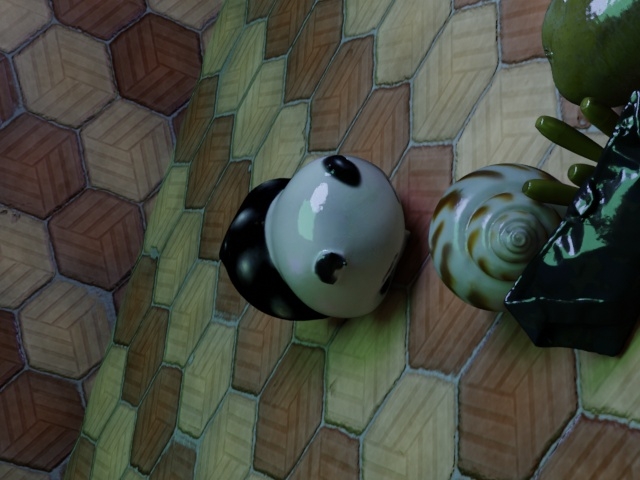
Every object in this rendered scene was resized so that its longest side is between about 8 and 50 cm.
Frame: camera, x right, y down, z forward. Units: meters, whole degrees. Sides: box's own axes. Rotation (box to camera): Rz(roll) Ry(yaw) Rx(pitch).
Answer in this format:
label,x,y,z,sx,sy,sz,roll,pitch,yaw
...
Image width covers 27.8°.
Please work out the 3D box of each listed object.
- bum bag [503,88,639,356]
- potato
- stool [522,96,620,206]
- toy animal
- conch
label,x,y,z,sx,sy,sz,roll,pitch,yaw
bum bag,0.315,-0.006,1.357,0.310,0.137,0.074,-61,-15,22
potato,0.350,-0.252,1.429,0.251,0.159,0.174,-32,67,42
stool,0.304,-0.087,1.444,0.135,0.111,0.134,-58,26,25
toy animal,0.000,0.000,1.902,0.310,0.251,0.250,145,139,-63
conch,0.213,-0.007,1.528,0.182,0.149,0.275,-69,23,3
